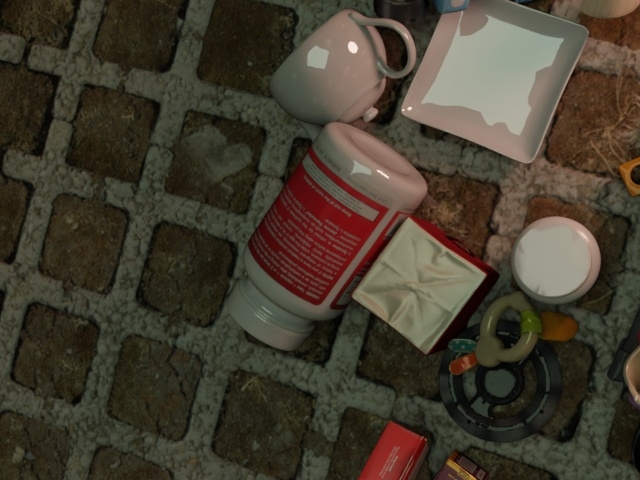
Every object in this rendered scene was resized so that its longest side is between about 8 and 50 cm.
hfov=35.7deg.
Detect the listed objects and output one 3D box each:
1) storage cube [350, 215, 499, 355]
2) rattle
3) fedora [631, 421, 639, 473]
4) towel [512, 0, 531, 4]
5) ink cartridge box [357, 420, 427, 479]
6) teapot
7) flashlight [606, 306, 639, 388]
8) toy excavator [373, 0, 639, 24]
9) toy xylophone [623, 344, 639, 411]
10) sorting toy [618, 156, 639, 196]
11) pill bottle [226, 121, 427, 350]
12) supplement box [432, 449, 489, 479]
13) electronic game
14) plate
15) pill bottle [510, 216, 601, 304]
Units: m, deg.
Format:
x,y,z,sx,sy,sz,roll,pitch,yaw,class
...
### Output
x,y,z,sx,sy,sz,roll,pitch,yaw,class
0.196,0.086,1.838,0.184,0.193,0.215,38,98,15,storage cube
0.349,0.186,1.835,0.199,0.143,0.130,-52,59,29,rattle
0.678,0.305,1.616,0.334,0.334,0.152,-48,45,10,fedora
0.415,-0.493,1.879,0.120,0.029,0.067,-15,83,16,towel
0.133,0.412,1.809,0.078,0.231,0.134,26,76,16,ink cartridge box
0.042,-0.305,1.885,0.252,0.256,0.187,-43,91,-3,teapot
0.615,0.126,1.759,0.103,0.103,0.304,22,93,14,flashlight
0.311,-0.540,1.803,0.446,0.222,0.432,-15,51,-9,toy excavator
0.666,0.185,1.684,0.236,0.081,0.322,30,103,-29,toy xylophone
0.710,-0.164,1.772,0.348,0.047,0.195,-12,80,16,sorting toy
0.000,0.000,1.867,0.229,0.229,0.407,39,108,14,pill bottle
0.227,0.496,1.858,0.081,0.104,0.188,35,98,15,supplement box
0.336,0.263,1.863,0.229,0.048,0.229,-2,80,13,electronic game
0.330,-0.317,1.890,0.278,0.045,0.277,24,94,16,plate
0.413,0.036,1.736,0.153,0.265,0.153,-1,88,17,pill bottle
